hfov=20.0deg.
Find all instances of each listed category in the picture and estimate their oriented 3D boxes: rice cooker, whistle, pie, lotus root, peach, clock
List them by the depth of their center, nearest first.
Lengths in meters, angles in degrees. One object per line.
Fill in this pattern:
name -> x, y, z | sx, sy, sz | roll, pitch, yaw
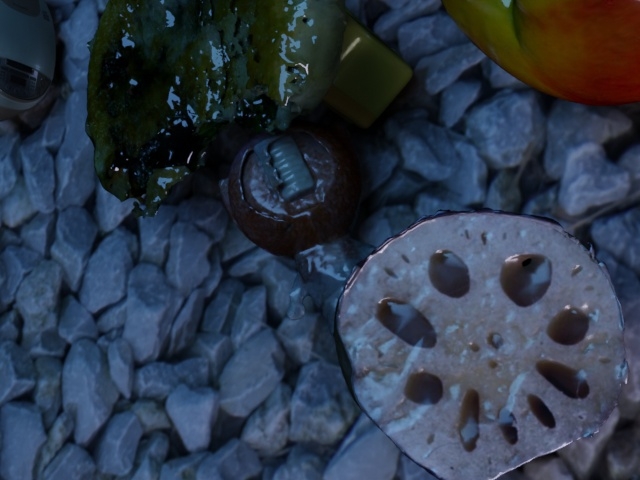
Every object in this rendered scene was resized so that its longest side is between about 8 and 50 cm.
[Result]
peach -> 0.286, -0.325, 1.675 | 0.388, 0.388, 0.388 | -10, 69, 28
lotus root -> 0.147, 0.102, 1.710 | 0.272, 0.192, 0.272 | 0, 81, 0
whistle -> -0.001, 0.000, 1.878 | 0.142, 0.133, 0.346 | -19, 69, -16
pie -> -0.123, -0.201, 1.882 | 0.371, 0.078, 0.296 | -31, 61, 36
clock -> -0.008, -0.218, 1.935 | 0.096, 0.143, 0.202 | -48, 52, 5
rice cooker -> -0.399, -0.239, 2.178 | 0.127, 0.145, 0.206 | -32, 58, 30
